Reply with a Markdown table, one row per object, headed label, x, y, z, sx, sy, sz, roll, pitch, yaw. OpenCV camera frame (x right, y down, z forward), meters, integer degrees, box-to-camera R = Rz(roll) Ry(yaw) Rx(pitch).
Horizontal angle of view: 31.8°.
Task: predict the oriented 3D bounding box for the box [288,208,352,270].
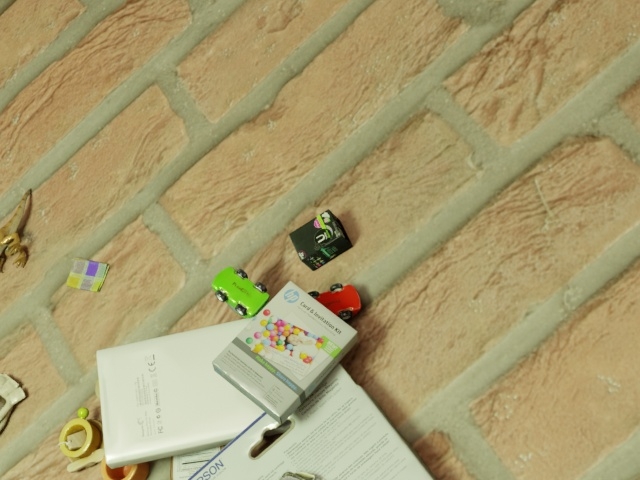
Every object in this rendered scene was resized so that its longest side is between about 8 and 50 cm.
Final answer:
| label | x | y | z | sx | sy | sz | roll | pitch | yaw |
| --- | --- | --- | --- | --- | --- | --- | --- | --- | --- |
| box | 0.000 | 0.000 | 1.905 | 0.083 | 0.052 | 0.062 | -32 | 57 | 11 |

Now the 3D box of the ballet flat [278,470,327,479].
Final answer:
| label | x | y | z | sx | sy | sz | roll | pitch | yaw |
| --- | --- | --- | --- | --- | --- | --- | --- | --- | --- |
| ballet flat | -0.010 | 0.369 | 1.673 | 0.114 | 0.041 | 0.041 | 14 | 75 | 28 |

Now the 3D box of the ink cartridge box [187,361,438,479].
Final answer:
| label | x | y | z | sx | sy | sz | roll | pitch | yaw |
| --- | --- | --- | --- | --- | --- | --- | --- | --- | --- |
| ink cartridge box | -0.001 | 0.398 | 1.715 | 0.324 | 0.071 | 0.330 | -41 | 54 | 2 |

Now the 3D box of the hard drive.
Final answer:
| label | x | y | z | sx | sy | sz | roll | pitch | yaw |
| --- | --- | --- | --- | --- | --- | --- | --- | --- | --- |
| hard drive | -0.208 | 0.245 | 1.851 | 0.307 | 0.040 | 0.203 | -12 | 62 | 1 |

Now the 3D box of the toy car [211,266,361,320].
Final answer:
| label | x | y | z | sx | sy | sz | roll | pitch | yaw |
| --- | --- | --- | --- | --- | --- | --- | --- | --- | --- |
| toy car | -0.081 | 0.124 | 1.844 | 0.225 | 0.053 | 0.239 | 35 | 67 | 19 |

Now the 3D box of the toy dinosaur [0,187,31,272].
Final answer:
| label | x | y | z | sx | sy | sz | roll | pitch | yaw |
| --- | --- | --- | --- | --- | --- | --- | --- | --- | --- |
| toy dinosaur | -0.618 | -0.007 | 2.208 | 0.112 | 0.064 | 0.211 | 30 | 83 | 34 |

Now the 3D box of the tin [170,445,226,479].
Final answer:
| label | x | y | z | sx | sy | sz | roll | pitch | yaw |
| --- | --- | --- | --- | --- | --- | --- | --- | --- | --- |
| tin | -0.198 | 0.342 | 1.861 | 0.106 | 0.040 | 0.190 | -14 | 63 | 25 |

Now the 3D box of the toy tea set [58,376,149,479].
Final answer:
| label | x | y | z | sx | sy | sz | roll | pitch | yaw |
| --- | --- | --- | --- | --- | --- | --- | --- | --- | --- |
| toy tea set | -0.386 | 0.376 | 1.883 | 0.200 | 0.124 | 0.336 | -11 | 64 | 22 |

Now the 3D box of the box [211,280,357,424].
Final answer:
| label | x | y | z | sx | sy | sz | roll | pitch | yaw |
| --- | --- | --- | --- | --- | --- | --- | --- | --- | --- |
| box | -0.054 | 0.174 | 1.762 | 0.145 | 0.038 | 0.186 | 37 | 67 | 21 |

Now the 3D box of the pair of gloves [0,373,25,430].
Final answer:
| label | x | y | z | sx | sy | sz | roll | pitch | yaw |
| --- | --- | --- | --- | --- | --- | --- | --- | --- | --- |
| pair of gloves | -0.686 | 0.286 | 2.082 | 0.240 | 0.042 | 0.204 | 38 | 68 | 23 |

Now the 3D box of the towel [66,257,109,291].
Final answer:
| label | x | y | z | sx | sy | sz | roll | pitch | yaw |
| --- | --- | --- | --- | --- | --- | --- | --- | --- | --- |
| towel | -0.441 | 0.065 | 2.120 | 0.083 | 0.009 | 0.060 | 11 | 72 | 30 |
